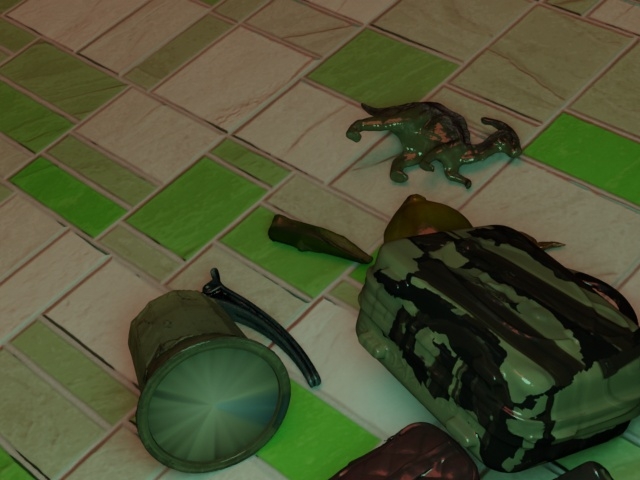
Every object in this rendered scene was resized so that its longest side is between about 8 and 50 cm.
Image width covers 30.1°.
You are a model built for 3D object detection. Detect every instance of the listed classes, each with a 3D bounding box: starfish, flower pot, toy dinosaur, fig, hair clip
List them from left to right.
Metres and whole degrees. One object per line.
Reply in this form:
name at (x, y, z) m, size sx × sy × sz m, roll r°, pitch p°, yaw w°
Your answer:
flower pot at (-0.173, 0.169, 1.613) m, size 0.212 × 0.212 × 0.202 m, roll -25°, pitch 38°, yaw -10°
hair clip at (-0.090, 0.127, 1.735) m, size 0.275 × 0.048 × 0.083 m, roll 30°, pitch 56°, yaw 34°
fig at (0.156, 0.006, 1.731) m, size 0.136 × 0.121 × 0.153 m, roll 0°, pitch 20°, yaw -41°
toy dinosaur at (0.176, -0.163, 1.931) m, size 0.294 × 0.077 × 0.162 m, roll 25°, pitch 51°, yaw 16°
starfish at (0.316, 0.010, 1.764) m, size 0.086 × 0.016 × 0.092 m, roll -19°, pitch 42°, yaw -7°

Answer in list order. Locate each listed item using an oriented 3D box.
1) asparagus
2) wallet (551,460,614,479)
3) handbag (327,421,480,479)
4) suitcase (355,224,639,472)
asparagus at (0.000, 0.000, 1.838) m, size 0.178 × 0.041 × 0.045 m, roll 15°, pitch 60°, yaw 26°
wallet at (0.258, 0.355, 1.283) m, size 0.182 × 0.229 × 0.049 m, roll 57°, pitch 31°, yaw 8°
handbag at (0.093, 0.332, 1.424) m, size 0.225 × 0.135 × 0.146 m, roll -31°, pitch 42°, yaw -14°
suitcase at (0.255, 0.131, 1.531) m, size 0.339 × 0.194 × 0.351 m, roll -9°, pitch 37°, yaw -35°
